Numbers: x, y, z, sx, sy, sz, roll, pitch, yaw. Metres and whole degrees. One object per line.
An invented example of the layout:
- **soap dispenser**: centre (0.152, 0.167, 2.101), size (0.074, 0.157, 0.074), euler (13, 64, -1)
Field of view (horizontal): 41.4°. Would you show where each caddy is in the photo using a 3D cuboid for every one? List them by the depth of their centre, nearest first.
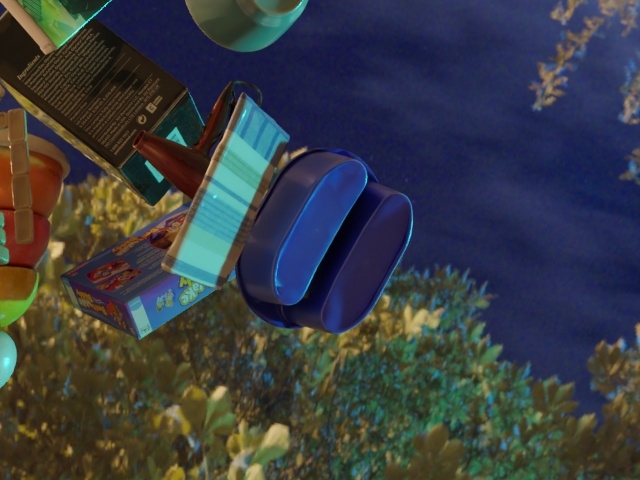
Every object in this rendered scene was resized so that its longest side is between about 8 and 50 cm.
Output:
- **caddy**: centre (0.000, 0.000, 1.492), size (0.241, 0.341, 0.179), euler (34, 171, -27)

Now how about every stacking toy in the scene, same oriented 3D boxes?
- **stacking toy**: centre (-0.650, 0.049, 1.610), size (0.350, 0.350, 0.480), euler (-2, -104, -19)

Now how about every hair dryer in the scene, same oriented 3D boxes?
- **hair dryer**: centre (-0.220, -0.180, 1.605), size (0.293, 0.080, 0.224), euler (-12, -96, -40)

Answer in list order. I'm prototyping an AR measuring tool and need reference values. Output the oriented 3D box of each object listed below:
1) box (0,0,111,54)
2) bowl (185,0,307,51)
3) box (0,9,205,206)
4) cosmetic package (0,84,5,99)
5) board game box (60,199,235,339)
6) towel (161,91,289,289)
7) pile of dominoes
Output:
- **box**: centre (-0.463, -0.529, 1.542), size (0.058, 0.232, 0.322), euler (-3, -137, 51)
- **bowl**: centre (-0.146, -0.599, 1.957), size (0.311, 0.312, 0.163), euler (-16, -165, -32)
- **box**: centre (-0.460, -0.295, 1.758), size (0.395, 0.293, 0.212), euler (37, -99, 8)
- **cosmetic package**: centre (-0.601, -0.170, 1.143), size (0.296, 0.153, 0.129), euler (-39, -75, -31)
- **board game box**: centre (-0.285, 0.039, 1.627), size (0.347, 0.078, 0.233), euler (-34, -147, -34)
- **towel**: centre (-0.141, -0.065, 1.295), size (0.034, 0.285, 0.209), euler (22, 177, 18)
- **pile of dominoes**: centre (-0.565, -0.080, 1.397), size (0.196, 0.040, 0.251), euler (-9, -104, 4)
